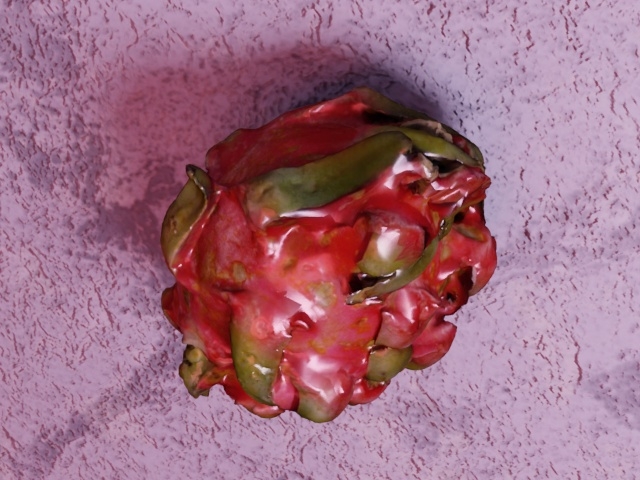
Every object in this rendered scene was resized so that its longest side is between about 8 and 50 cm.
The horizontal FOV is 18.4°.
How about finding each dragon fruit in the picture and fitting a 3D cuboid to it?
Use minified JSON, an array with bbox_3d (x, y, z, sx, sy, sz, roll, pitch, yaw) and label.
[{"bbox_3d":[0.008,0.009,1.525,0.303,0.231,0.237,-40,89,29],"label":"dragon fruit"}]
